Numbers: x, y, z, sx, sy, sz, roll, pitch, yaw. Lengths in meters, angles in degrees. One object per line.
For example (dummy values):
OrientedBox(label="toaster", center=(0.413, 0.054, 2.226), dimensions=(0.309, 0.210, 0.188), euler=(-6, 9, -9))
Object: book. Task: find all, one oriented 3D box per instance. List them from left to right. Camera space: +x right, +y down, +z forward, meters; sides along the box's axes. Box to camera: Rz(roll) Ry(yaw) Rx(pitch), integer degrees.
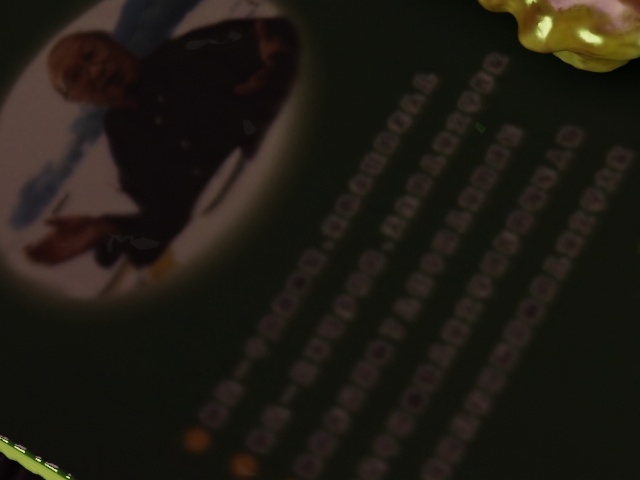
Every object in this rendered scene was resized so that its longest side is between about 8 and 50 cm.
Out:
OrientedBox(label="book", center=(0.000, 0.000, 0.615), dimensions=(0.371, 0.043, 0.260), euler=(27, 71, 22))

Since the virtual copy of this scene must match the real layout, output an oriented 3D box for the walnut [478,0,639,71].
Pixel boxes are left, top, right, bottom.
OrientedBox(label="walnut", center=(0.086, -0.129, 0.612), dimensions=(0.143, 0.069, 0.170), euler=(-29, 60, -16))
